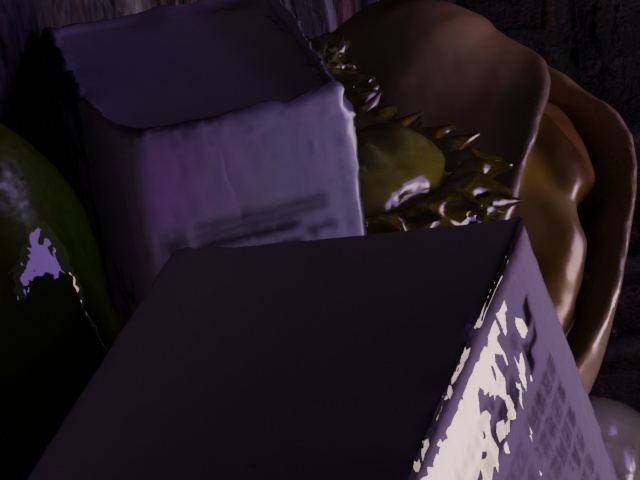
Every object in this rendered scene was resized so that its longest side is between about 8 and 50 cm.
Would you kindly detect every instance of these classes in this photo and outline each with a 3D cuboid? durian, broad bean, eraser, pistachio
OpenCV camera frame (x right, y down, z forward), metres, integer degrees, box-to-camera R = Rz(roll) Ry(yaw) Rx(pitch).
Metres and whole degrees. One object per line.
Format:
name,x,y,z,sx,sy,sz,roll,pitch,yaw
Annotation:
durian,0.000,0.000,0.957,0.306,0.166,0.172,-72,-173,-59
broad bean,-0.051,0.104,0.521,0.098,0.056,0.318,-23,99,-68
eraser,-0.025,0.066,0.688,0.130,0.086,0.287,-128,-153,-63
pistachio,0.077,-0.012,1.187,0.238,0.229,0.321,-44,-149,36

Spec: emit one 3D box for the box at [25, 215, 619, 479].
box,-0.005,0.149,0.431,0.194,0.111,0.260,67,31,-29

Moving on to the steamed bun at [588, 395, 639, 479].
steamed bun,0.094,0.287,0.973,0.367,0.255,0.342,46,49,-32
